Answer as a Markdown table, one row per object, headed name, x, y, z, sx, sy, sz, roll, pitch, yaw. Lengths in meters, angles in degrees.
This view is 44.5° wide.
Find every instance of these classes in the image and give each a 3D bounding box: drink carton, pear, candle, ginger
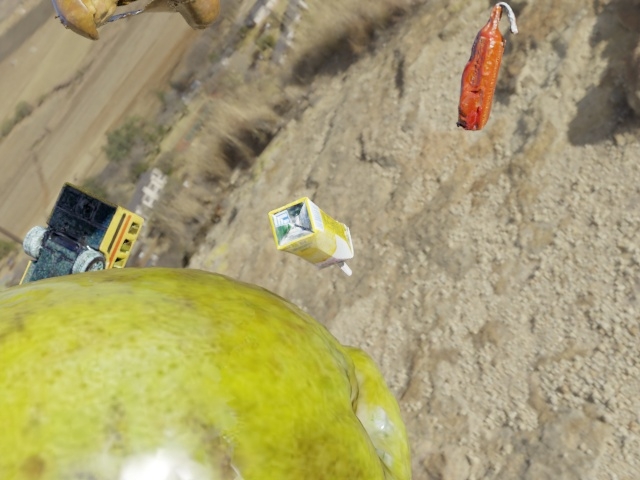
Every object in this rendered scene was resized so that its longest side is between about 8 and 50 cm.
| name | x | y | z | sx | sy | sz | roll | pitch | yaw |
| --- | --- | --- | --- | --- | --- | --- | --- | --- | --- |
| drink carton | 0.000 | 0.000 | 1.180 | 0.084 | 0.200 | 0.074 | -24 | 68 | 16 |
| pear | -0.135 | 0.196 | 0.506 | 0.414 | 0.351 | 0.352 | -28 | 30 | -1 |
| candle | 0.204 | -0.212 | 0.965 | 0.048 | 0.053 | 0.162 | -125 | 37 | -54 |
| ginger | -0.246 | -0.346 | 1.059 | 0.107 | 0.133 | 0.309 | -31 | 2 | 38 |

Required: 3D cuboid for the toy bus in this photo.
| name | x | y | z | sx | sy | sz | roll | pitch | yaw |
| --- | --- | --- | --- | --- | --- | --- | --- | --- | --- |
| toy bus | -0.391 | 0.089 | 1.171 | 0.121 | 0.123 | 0.335 | 24 | 90 | 19 |
